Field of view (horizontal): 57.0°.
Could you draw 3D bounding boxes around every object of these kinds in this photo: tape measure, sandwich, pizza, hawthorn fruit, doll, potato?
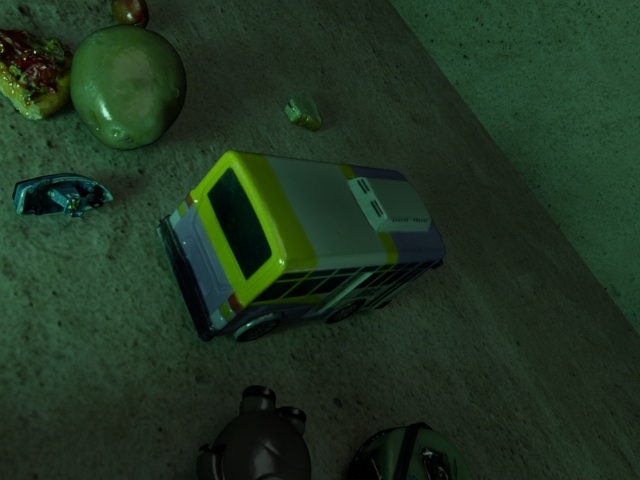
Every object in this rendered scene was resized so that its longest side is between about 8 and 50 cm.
[{"bbox_3d":[0.131,0.364,0.858,0.235,0.115,0.207,19,45,-36],"label":"tape measure"},{"bbox_3d":[-0.045,-0.318,1.426,0.093,0.036,0.104,22,40,-32],"label":"sandwich"},{"bbox_3d":[-0.466,-0.278,0.899,0.193,0.053,0.200,20,43,-35],"label":"pizza"},{"bbox_3d":[-0.374,-0.452,1.168,0.077,0.077,0.077,29,38,-26],"label":"hawthorn fruit"},{"bbox_3d":[-0.073,0.304,0.688,0.182,0.117,0.257,39,32,-23],"label":"doll"},{"bbox_3d":[-0.309,-0.250,0.956,0.178,0.160,0.235,6,63,-14],"label":"potato"}]

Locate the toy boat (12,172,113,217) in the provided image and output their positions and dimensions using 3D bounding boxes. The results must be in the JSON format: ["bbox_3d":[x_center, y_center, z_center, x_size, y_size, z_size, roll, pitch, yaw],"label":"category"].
[{"bbox_3d":[-0.346,-0.058,0.802,0.061,0.060,0.137,38,23,20],"label":"toy boat"}]

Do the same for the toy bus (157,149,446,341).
[{"bbox_3d":[0.000,0.000,0.958,0.440,0.249,0.209,-1,56,-48],"label":"toy bus"}]
